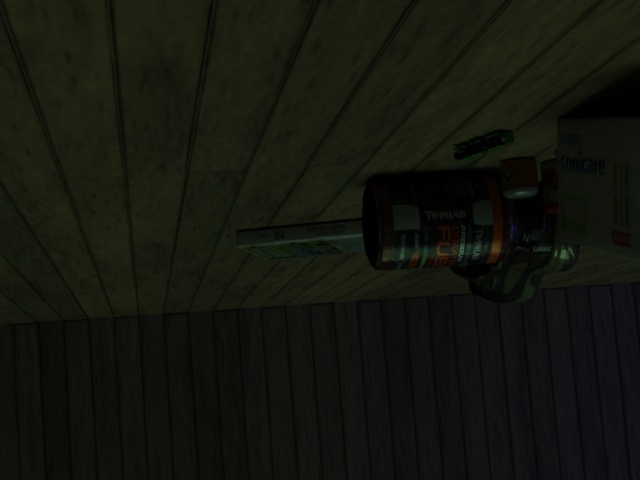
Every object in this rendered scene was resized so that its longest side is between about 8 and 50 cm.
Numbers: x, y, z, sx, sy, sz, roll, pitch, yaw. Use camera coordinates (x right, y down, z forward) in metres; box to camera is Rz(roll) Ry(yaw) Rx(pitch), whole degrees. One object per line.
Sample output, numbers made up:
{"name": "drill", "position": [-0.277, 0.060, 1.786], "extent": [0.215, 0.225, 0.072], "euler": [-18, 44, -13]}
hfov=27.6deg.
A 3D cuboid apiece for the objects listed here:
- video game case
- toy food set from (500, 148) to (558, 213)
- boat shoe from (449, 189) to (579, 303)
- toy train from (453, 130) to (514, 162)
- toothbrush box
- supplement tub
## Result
{"name": "video game case", "position": [0.000, 0.000, 1.908], "extent": [0.206, 0.026, 0.227], "euler": [-5, 174, 8]}
{"name": "toy food set", "position": [0.313, -0.045, 1.387], "extent": [0.232, 0.104, 0.111], "euler": [-8, 172, 26]}
{"name": "boat shoe", "position": [0.240, 0.000, 1.741], "extent": [0.130, 0.132, 0.355], "euler": [6, 163, -6]}
{"name": "toy train", "position": [0.160, -0.092, 1.277], "extent": [0.024, 0.017, 0.083], "euler": [-13, 178, -28]}
{"name": "toothbrush box", "position": [0.374, -0.055, 1.137], "extent": [0.283, 0.122, 0.206], "euler": [-2, -175, -9]}
{"name": "supplement tub", "position": [0.151, -0.023, 1.483], "extent": [0.198, 0.106, 0.106], "euler": [-4, 173, -8]}
